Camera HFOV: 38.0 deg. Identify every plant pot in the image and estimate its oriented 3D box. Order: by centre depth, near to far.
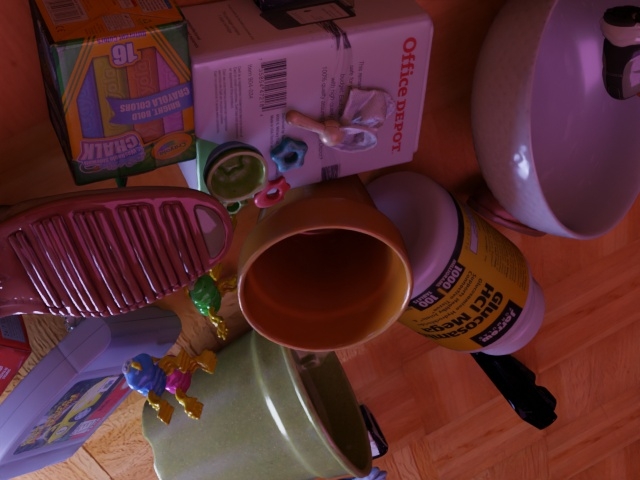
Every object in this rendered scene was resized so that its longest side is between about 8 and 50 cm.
[{"bbox_3d":[0.000,0.000,1.147,0.205,0.188,0.205,-3,131,-3],"label":"plant pot"},{"bbox_3d":[-0.100,0.253,1.316,0.254,0.276,0.276,-26,139,9],"label":"plant pot"}]

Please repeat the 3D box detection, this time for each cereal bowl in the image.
[{"bbox_3d":[0.294,-0.172,1.172,0.339,0.141,0.338,-10,104,-45],"label":"cereal bowl"}]

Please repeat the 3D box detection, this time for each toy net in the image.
[{"bbox_3d":[-0.015,-0.089,1.011,0.232,0.045,0.122,-21,137,-11],"label":"toy net"}]

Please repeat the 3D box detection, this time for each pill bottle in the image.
[{"bbox_3d":[0.183,0.050,1.323,0.188,0.188,0.334,-45,136,14],"label":"pill bottle"}]

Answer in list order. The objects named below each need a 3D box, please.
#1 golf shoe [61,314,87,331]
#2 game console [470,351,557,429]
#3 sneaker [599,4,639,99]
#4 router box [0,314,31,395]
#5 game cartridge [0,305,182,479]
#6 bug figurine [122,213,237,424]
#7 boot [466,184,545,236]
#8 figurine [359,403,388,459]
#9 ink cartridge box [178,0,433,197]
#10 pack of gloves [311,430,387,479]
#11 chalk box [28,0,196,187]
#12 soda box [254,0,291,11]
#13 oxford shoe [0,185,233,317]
[{"bbox_3d":[-0.290,0.051,1.136,0.086,0.069,0.176,-24,138,-18],"label":"golf shoe"},{"bbox_3d":[0.336,0.239,1.589,0.044,0.213,0.361,-41,148,9],"label":"game console"},{"bbox_3d":[0.426,-0.232,1.139,0.272,0.100,0.107,-15,118,-38],"label":"sneaker"},{"bbox_3d":[-0.560,0.189,1.087,0.301,0.082,0.335,21,116,-42],"label":"router box"},{"bbox_3d":[-0.325,0.203,1.207,0.294,0.060,0.196,-47,159,16],"label":"game cartridge"},{"bbox_3d":[-0.173,0.101,1.170,0.072,0.279,0.216,11,154,12],"label":"bug figurine"},{"bbox_3d":[0.358,-0.120,1.339,0.284,0.109,0.220,3,121,-21],"label":"boot"},{"bbox_3d":[-0.019,0.333,1.548,0.210,0.092,0.215,-30,137,3],"label":"figurine"},{"bbox_3d":[-0.027,-0.169,1.050,0.273,0.114,0.198,-14,135,-19],"label":"ink cartridge box"},{"bbox_3d":[-0.003,0.414,1.553,0.232,0.046,0.195,-19,137,4],"label":"pack of gloves"},{"bbox_3d":[-0.207,-0.149,0.950,0.132,0.132,0.213,-16,136,-18],"label":"chalk box"},{"bbox_3d":[0.000,-0.304,0.986,0.169,0.053,0.060,-22,137,-11],"label":"soda box"},{"bbox_3d":[-0.289,-0.001,0.979,0.397,0.146,0.140,-10,121,1],"label":"oxford shoe"}]
